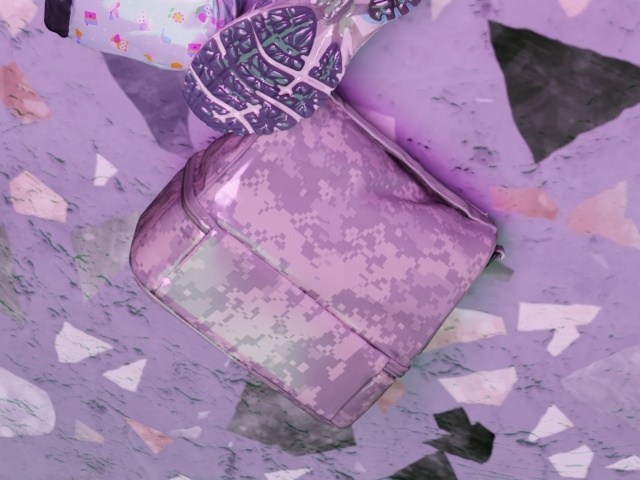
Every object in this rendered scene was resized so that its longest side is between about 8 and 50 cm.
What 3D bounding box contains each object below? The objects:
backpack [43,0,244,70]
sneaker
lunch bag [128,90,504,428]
[{"bbox_3d":[-0.165,-0.232,1.201,0.182,0.115,0.152,16,127,1],"label":"backpack"},{"bbox_3d":[-0.001,-0.200,1.148,0.283,0.122,0.110,-35,108,18],"label":"sneaker"},{"bbox_3d":[0.000,0.000,1.271,0.305,0.212,0.256,39,104,-14],"label":"lunch bag"}]
